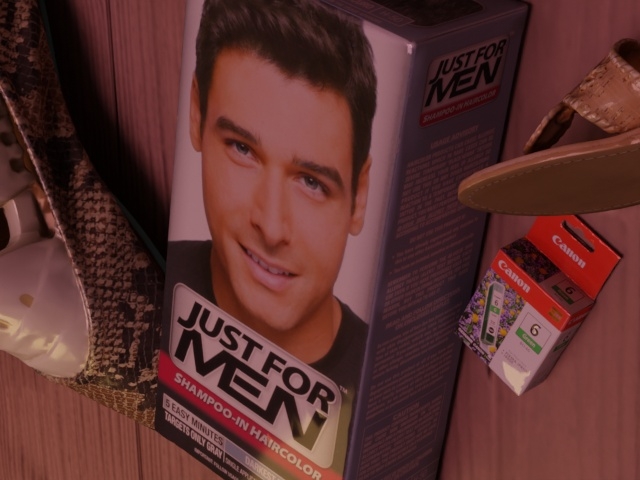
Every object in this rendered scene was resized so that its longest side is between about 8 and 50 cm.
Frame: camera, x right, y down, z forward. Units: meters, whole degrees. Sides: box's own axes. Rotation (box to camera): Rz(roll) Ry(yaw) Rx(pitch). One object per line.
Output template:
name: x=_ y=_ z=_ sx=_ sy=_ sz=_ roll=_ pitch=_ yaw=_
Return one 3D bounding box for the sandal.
sandal: x=0.182 y=-0.073 z=0.804 sx=0.240 sy=0.088 sz=0.079 roll=-12 pitch=67 yaw=41

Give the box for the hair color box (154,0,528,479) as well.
hair color box: x=0.000 y=0.000 z=0.975 sx=0.185 sy=0.114 sz=0.374 roll=30 pitch=126 yaw=34

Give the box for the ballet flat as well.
ballet flat: x=-0.250 y=-0.042 z=1.160 sx=0.164 sy=0.182 sz=0.482 roll=-21 pitch=92 yaw=47

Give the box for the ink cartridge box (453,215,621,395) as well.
ink cartridge box: x=0.131 y=0.035 z=0.918 sx=0.063 sy=0.029 sz=0.115 roll=45 pitch=134 yaw=23
